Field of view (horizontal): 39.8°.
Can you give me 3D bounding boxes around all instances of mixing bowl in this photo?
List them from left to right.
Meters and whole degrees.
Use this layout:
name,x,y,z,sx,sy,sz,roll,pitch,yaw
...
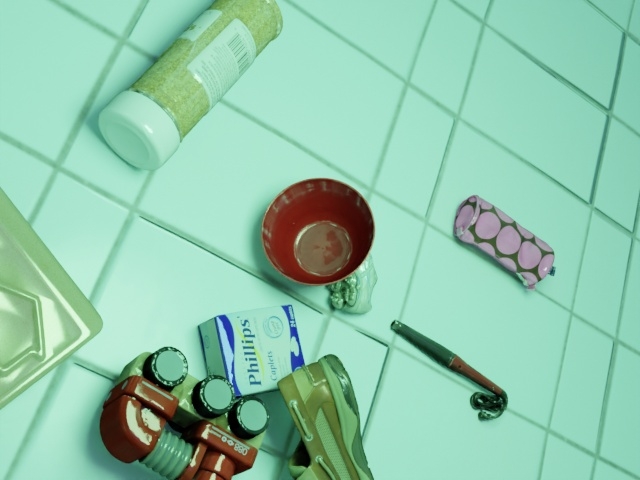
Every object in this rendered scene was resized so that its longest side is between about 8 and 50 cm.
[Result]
name,x,y,z,sx,sy,sz,roll,pitch,yaw
mixing bowl,0.000,0.000,1.432,0.181,0.098,0.182,-2,70,5

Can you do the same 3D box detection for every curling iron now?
name,x,y,z,sx,sy,sz,roll,pitch,yaw
curling iron,0.231,0.225,1.556,0.274,0.035,0.068,41,59,-14

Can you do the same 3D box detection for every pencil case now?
name,x,y,z,sx,sy,sz,roll,pitch,yaw
pencil case,0.342,0.005,1.661,0.209,0.095,0.098,32,77,-16

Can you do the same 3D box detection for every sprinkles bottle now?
name,x,y,z,sx,sy,sz,roll,pitch,yaw
sprinkles bottle,-0.197,-0.268,1.402,0.121,0.121,0.355,43,58,-13

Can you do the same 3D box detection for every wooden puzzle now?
name,x,y,z,sx,sy,sz,roll,pitch,yaw
wooden puzzle,-0.507,0.086,1.142,0.348,0.080,0.322,-41,98,-38

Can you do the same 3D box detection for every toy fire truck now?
name,x,y,z,sx,sy,sz,roll,pitch,yaw
toy fire truck,-0.218,0.308,1.217,0.217,0.158,0.246,35,50,-18

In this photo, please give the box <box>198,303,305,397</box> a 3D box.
name,x,y,z,sx,sy,sz,roll,pitch,yaw
box,-0.103,0.173,1.353,0.137,0.072,0.126,-7,78,-31

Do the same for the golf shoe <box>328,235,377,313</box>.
name,x,y,z,sx,sy,sz,roll,pitch,yaw
golf shoe,0.062,0.041,1.508,0.086,0.069,0.176,28,63,-45

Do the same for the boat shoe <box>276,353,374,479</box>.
name,x,y,z,sx,sy,sz,roll,pitch,yaw
boat shoe,0.008,0.332,1.335,0.119,0.122,0.324,-15,101,-10
